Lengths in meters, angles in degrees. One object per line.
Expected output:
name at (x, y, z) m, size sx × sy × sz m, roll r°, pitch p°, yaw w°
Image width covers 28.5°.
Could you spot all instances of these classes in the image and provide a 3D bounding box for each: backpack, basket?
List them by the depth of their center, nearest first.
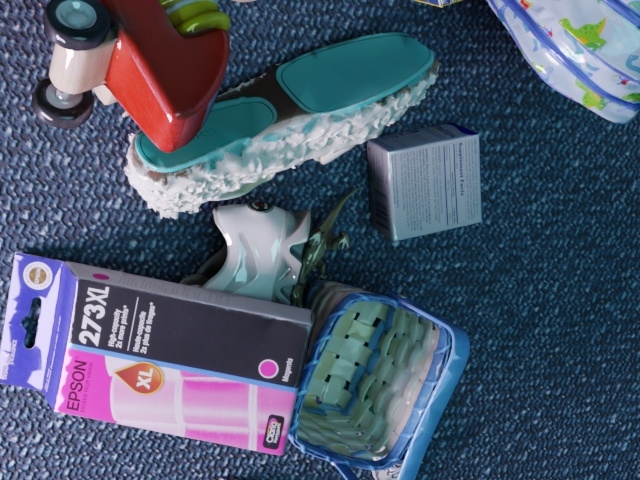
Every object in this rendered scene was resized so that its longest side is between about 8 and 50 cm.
backpack at (0.337, -0.306, 1.525) m, size 0.290 × 0.355 × 0.273 m, roll 29°, pitch 99°, yaw -29°
basket at (0.070, 0.181, 1.608) m, size 0.201 × 0.289 × 0.254 m, roll 19°, pitch 101°, yaw -26°

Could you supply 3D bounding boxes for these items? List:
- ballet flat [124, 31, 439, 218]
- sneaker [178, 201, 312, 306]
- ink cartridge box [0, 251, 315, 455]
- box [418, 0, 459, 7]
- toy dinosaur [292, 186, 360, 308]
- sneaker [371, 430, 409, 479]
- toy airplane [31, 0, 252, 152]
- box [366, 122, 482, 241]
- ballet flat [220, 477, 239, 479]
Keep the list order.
ballet flat at (-0.048, -0.138, 1.557) m, size 0.409 × 0.147 × 0.147 m, roll -21°, pitch 115°, yaw -13°
sneaker at (-0.117, 0.103, 1.611) m, size 0.146 × 0.122 × 0.330 m, roll 11°, pitch 104°, yaw -9°
ink cartridge box at (-0.205, 0.137, 1.523) m, size 0.371 × 0.069 × 0.175 m, roll 12°, pitch 104°, yaw -1°
box at (0.125, -0.327, 1.527) m, size 0.054 × 0.169 × 0.059 m, roll -21°, pitch 114°, yaw -17°
toy dinosaur at (0.000, 0.000, 1.631) m, size 0.053 × 0.092 × 0.183 m, roll 29°, pitch 85°, yaw -15°
sneaker at (0.104, 0.313, 1.803) m, size 0.052 × 0.058 × 0.135 m, roll -17°, pitch 114°, yaw -19°
toy airplane at (-0.174, -0.303, 1.290) m, size 0.272 × 0.386 × 0.384 m, roll -4°, pitch 104°, yaw -21°
box at (0.139, -0.080, 1.675) m, size 0.137 × 0.072 × 0.126 m, roll -12°, pitch 112°, yaw -20°
ballet flat at (-0.056, 0.399, 1.750) m, size 0.241 × 0.077 × 0.091 m, roll 21°, pitch 97°, yaw -29°
